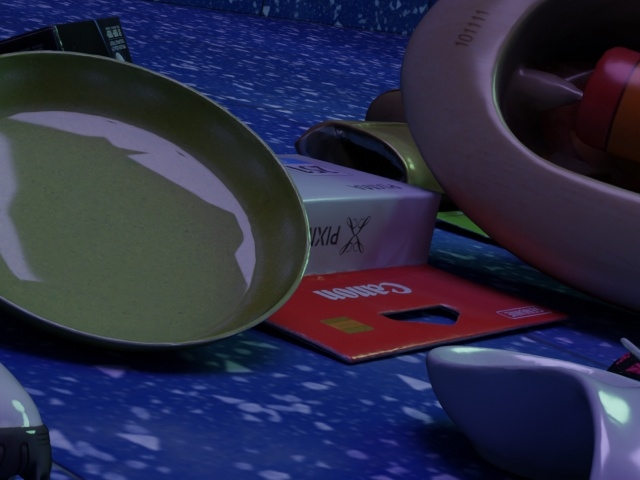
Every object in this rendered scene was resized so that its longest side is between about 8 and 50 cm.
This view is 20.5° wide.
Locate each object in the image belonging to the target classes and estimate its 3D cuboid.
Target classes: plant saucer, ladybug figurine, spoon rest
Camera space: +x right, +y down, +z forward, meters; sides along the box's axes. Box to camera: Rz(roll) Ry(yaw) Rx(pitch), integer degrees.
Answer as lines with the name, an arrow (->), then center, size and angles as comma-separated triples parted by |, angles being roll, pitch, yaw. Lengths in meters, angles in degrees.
plant saucer -> -0.124, -0.018, 1.017 | 0.241, 0.037, 0.241 | 15, 41, -13
ladybug figurine -> 0.276, -0.064, 1.343 | 0.449, 0.305, 0.162 | 24, -26, 23
spoon rest -> 0.126, 0.090, 0.849 | 0.137, 0.084, 0.276 | 11, 12, -6

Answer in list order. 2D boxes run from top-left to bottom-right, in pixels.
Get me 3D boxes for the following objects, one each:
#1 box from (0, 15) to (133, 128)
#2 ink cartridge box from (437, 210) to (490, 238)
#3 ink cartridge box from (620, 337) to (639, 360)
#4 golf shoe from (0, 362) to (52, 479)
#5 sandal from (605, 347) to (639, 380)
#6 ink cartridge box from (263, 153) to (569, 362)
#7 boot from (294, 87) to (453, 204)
box -> -0.225, -0.086, 1.179 | 0.180, 0.077, 0.147 | -15, 7, 11
ink cartridge box -> 0.250, -0.031, 1.562 | 0.255, 0.097, 0.189 | 19, 13, 28
ink cartridge box -> 0.294, 0.098, 0.714 | 0.207, 0.119, 0.353 | 36, 1, -24
golf shoe -> -0.205, 0.022, 0.743 | 0.105, 0.120, 0.273 | 3, 15, -46
sandal -> 0.214, 0.090, 1.052 | 0.179, 0.040, 0.067 | 10, 11, -11
ink cartridge box -> 0.000, 0.000, 1.214 | 0.261, 0.066, 0.296 | 18, 12, 32
boot -> 0.069, -0.095, 1.713 | 0.236, 0.089, 0.269 | 20, 15, 36
